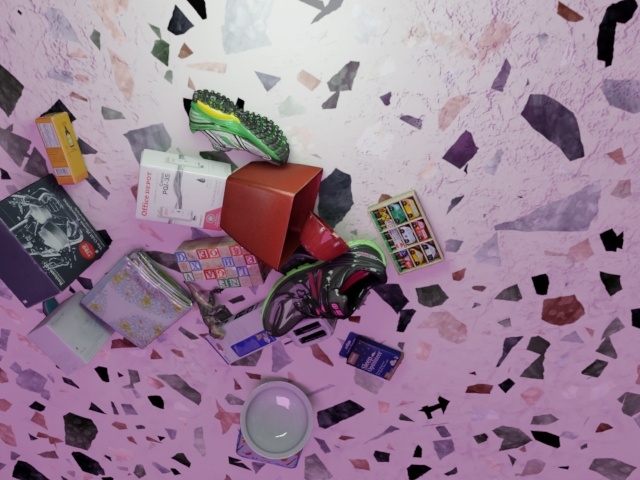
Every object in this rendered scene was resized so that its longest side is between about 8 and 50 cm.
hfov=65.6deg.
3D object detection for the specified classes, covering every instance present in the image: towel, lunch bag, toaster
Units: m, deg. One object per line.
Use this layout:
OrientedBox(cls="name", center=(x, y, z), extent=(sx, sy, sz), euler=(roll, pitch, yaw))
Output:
OrientedBox(cls="towel", center=(-0.715, 0.240, 1.940), extent=(0.374, 0.090, 0.320), euler=(-37, 105, 25))
OrientedBox(cls="lunch bag", center=(-0.224, 0.880, 2.183), extent=(0.302, 0.115, 0.243), euler=(15, 122, 1))
OrientedBox(cls="toaster", center=(-0.025, 0.291, 1.808), extent=(0.226, 0.146, 0.129), euler=(-23, 112, 21))

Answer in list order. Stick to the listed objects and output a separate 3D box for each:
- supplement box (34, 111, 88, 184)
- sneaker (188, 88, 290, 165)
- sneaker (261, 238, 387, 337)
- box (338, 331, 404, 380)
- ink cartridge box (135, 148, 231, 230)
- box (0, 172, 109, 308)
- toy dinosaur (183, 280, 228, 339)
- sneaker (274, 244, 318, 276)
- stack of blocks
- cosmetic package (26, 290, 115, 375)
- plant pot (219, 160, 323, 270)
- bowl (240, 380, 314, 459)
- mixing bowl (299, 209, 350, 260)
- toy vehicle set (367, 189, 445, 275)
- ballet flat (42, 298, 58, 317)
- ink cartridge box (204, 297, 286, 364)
OrientedBox(cls="supplement box", center=(-0.871, -0.310, 1.679), extent=(0.080, 0.078, 0.234), euler=(2, 118, 13))
OrientedBox(cls="sneaker", center=(-0.250, -0.328, 1.541), extent=(0.343, 0.134, 0.146), euler=(31, 126, 3))
OrientedBox(cls="sneaker", center=(0.007, 0.178, 1.638), extent=(0.482, 0.202, 0.185), euler=(-35, 132, 8))
OrientedBox(cls="box", center=(0.192, 0.448, 1.917), extent=(0.225, 0.037, 0.137), euler=(22, 120, -1))
OrientedBox(cls="ink cartridge box", center=(-0.445, -0.159, 1.611), extent=(0.282, 0.117, 0.208), euler=(8, 122, -18))
OrientedBox(cls="box", center=(-0.975, -0.004, 1.727), extent=(0.178, 0.313, 0.343), euler=(-23, 112, 20))
OrientedBox(cls="toy dinosaur", center=(-0.417, 0.248, 1.879), extent=(0.118, 0.064, 0.268), euler=(-29, 88, 13))
OrientedBox(cls="sneaker", center=(-0.068, 0.065, 1.736), extent=(0.227, 0.087, 0.130), euler=(-6, 145, -8))
OrientedBox(cls="stack of blocks", center=(-0.351, 0.079, 1.786), extent=(0.296, 0.087, 0.171), euler=(-6, 117, 13))
OrientedBox(cls="cosmetic package", center=(-0.981, 0.365, 1.977), extent=(0.138, 0.224, 0.225), euler=(-29, 110, 23))
OrientedBox(cls="plant pot", center=(-0.166, -0.109, 1.567), extent=(0.235, 0.267, 0.268), euler=(20, 120, 10))
OrientedBox(cls="bowl", center=(-0.180, 0.739, 2.040), extent=(0.297, 0.298, 0.134), euler=(18, 154, 0))
OrientedBox(cls="mixing bowl", center=(0.000, 0.000, 1.584), extent=(0.181, 0.181, 0.098), euler=(42, 95, -13))
OrientedBox(cls="toy vehicle set", center=(0.284, -0.022, 1.646), extent=(0.165, 0.035, 0.267), euler=(-21, 112, 20))
OrientedBox(cls="ballet flat", center=(-1.109, 0.322, 2.069), extent=(0.074, 0.074, 0.203), euler=(-15, 117, 17))
OrientedBox(cls="ink cartridge box", center=(-0.278, 0.354, 1.936), extent=(0.332, 0.065, 0.165), euler=(-28, 110, 21))
